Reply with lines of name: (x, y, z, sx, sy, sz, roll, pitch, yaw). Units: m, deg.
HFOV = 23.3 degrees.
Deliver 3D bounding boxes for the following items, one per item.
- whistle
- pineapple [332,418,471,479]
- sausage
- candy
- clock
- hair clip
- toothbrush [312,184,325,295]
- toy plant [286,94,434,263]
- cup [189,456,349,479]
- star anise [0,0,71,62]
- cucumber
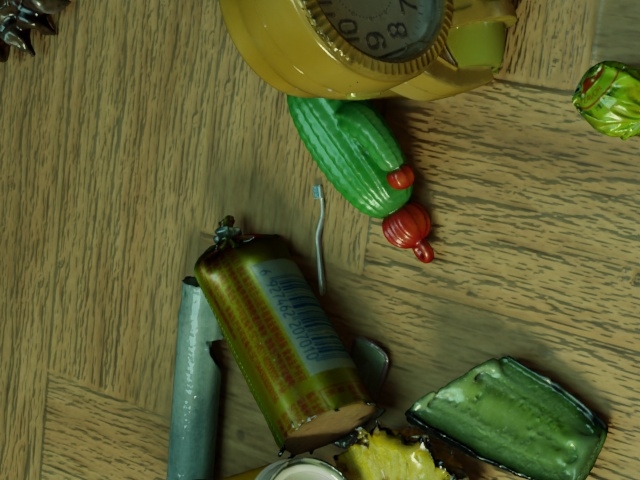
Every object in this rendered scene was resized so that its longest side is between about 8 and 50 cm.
whistle: (-0.155, 0.200, 1.921, 0.062, 0.062, 0.312, 13, 103, 35)
pineapple: (0.103, 0.295, 1.724, 0.225, 0.076, 0.224, 13, 109, 42)
sausage: (-0.056, 0.099, 1.790, 0.125, 0.117, 0.317, -34, 61, 6)
candy: (0.356, -0.080, 1.507, 0.262, 0.077, 0.073, 43, 98, 16)
clock: (0.039, -0.252, 1.564, 0.200, 0.317, 0.244, -20, 84, 44)
hair clip: (0.040, 0.176, 1.795, 0.054, 0.022, 0.137, 32, 111, 29)
toothbrush: (0.000, 0.000, 1.811, 0.013, 0.011, 0.131, -1, 95, 25)
toy plant: (0.049, -0.092, 1.699, 0.240, 0.088, 0.154, 49, 160, 27)
cup: (-0.079, 0.347, 1.769, 0.280, 0.196, 0.196, -34, 74, 50)
star anise: (-0.424, -0.345, 2.039, 0.214, 0.099, 0.220, 25, 110, 23)
cucumber: (0.202, 0.196, 1.639, 0.193, 0.086, 0.115, 24, 67, 28)
